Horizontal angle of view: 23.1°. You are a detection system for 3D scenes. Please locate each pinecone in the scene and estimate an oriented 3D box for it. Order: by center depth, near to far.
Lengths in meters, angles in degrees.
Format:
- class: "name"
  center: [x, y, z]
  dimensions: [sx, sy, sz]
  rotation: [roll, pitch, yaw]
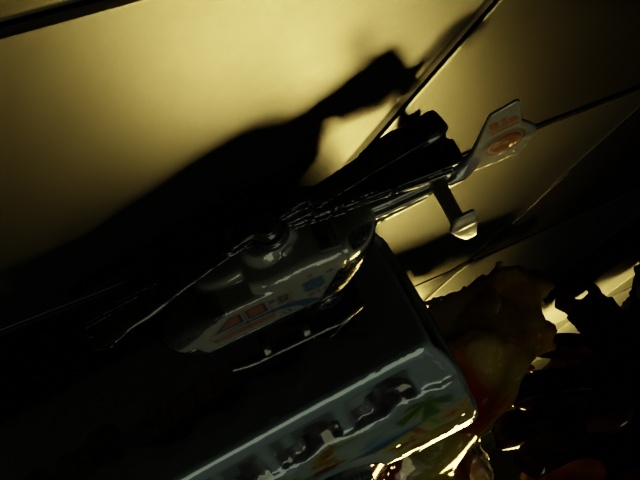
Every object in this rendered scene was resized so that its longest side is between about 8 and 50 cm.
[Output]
- class: "pinecone"
  center: [0.343, 0.177, 1.468]
  dimensions: [0.397, 0.398, 0.398]
  rotation: [-28, 168, -7]

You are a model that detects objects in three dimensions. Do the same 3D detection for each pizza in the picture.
- class: "pizza"
  center: [0.016, 0.174, 1.036]
  dimensions: [0.406, 0.130, 0.440]
  rotation: [-45, 154, 3]

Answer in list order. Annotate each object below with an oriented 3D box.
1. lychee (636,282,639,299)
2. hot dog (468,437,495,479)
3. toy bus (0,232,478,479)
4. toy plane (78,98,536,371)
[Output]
- class: "lychee"
  center: [0.339, 0.004, 0.679]
  dimensions: [0.380, 0.380, 0.432]
  rotation: [-27, 155, -13]
- class: "hot dog"
  center: [0.004, 0.294, 1.513]
  dimensions: [0.365, 0.196, 0.367]
  rotation: [-27, 165, 3]
- class: "toy bus"
  center: [-0.087, 0.117, 0.790]
  dimensions: [0.329, 0.109, 0.136]
  rotation: [-30, 158, -1]
- class: "toy plane"
  center: [0.001, 0.000, 0.643]
  dimensions: [0.197, 0.053, 0.078]
  rotation: [-26, 159, 1]
